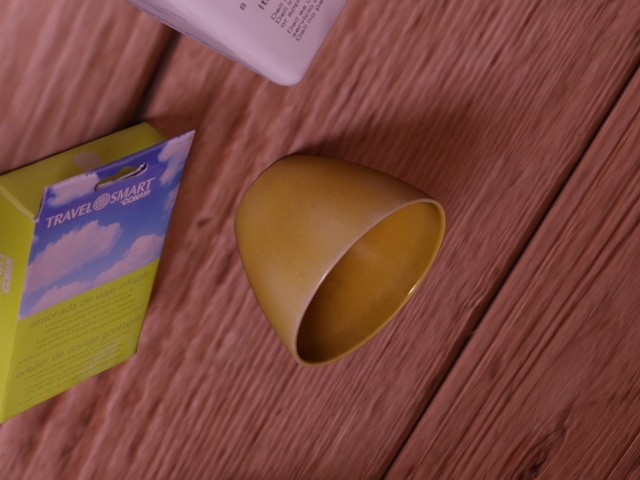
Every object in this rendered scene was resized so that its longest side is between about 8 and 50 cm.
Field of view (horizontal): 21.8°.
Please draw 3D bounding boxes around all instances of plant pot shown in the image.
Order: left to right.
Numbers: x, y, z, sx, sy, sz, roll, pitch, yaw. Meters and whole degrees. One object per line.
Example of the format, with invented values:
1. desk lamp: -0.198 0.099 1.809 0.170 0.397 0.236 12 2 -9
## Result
1. plant pot: 0.000 0.000 1.059 0.134 0.095 0.134 -38 154 -23

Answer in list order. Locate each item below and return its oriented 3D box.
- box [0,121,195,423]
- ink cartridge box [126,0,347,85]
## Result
1. box: -0.136 0.011 0.916 0.109 0.042 0.178 -27 147 -41
2. ink cartridge box: -0.056 -0.209 0.606 0.211 0.121 0.289 -59 155 0
